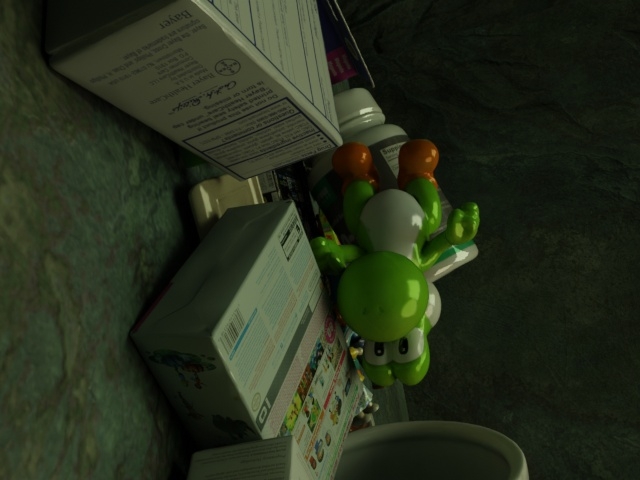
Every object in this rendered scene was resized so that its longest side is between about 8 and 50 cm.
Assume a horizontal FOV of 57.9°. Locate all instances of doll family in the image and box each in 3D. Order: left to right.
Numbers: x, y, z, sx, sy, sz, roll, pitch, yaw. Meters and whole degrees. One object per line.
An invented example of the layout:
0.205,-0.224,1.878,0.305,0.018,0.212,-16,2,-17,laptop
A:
0.052,0.185,0.941,0.263,0.118,0.163,-44,105,-37,doll family

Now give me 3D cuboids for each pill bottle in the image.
0.105,-0.077,1.043,0.360,0.204,0.204,60,8,10,pill bottle

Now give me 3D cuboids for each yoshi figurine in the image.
0.093,0.004,0.776,0.203,0.204,0.361,23,50,-28,yoshi figurine

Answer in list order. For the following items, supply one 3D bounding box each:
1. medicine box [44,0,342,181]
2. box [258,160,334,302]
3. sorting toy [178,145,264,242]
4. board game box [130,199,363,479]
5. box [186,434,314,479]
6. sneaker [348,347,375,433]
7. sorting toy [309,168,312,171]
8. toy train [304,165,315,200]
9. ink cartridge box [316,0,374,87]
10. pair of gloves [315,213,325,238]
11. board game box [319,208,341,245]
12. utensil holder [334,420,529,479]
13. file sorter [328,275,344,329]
-0.115,-0.243,0.606,0.289,0.149,0.263,31,46,-60,medicine box
-0.054,-0.008,1.010,0.295,0.074,0.293,-12,90,-81,box
-0.114,0.006,0.761,0.196,0.047,0.347,-45,122,-73,sorting toy
-0.055,0.142,0.642,0.224,0.098,0.303,-62,140,-51,board game box
-0.058,0.245,0.513,0.087,0.102,0.101,-91,166,-57,box
0.041,0.278,1.088,0.121,0.108,0.301,-52,127,-71,sneaker
-0.035,-0.289,1.237,0.257,0.090,0.255,61,6,-60,sorting toy
-0.016,-0.144,1.472,0.158,0.036,0.027,59,21,-61,toy train
-0.051,-0.437,1.003,0.324,0.072,0.330,55,6,-40,ink cartridge box
0.000,0.000,1.089,0.083,0.010,0.074,-90,167,-47,pair of gloves
0.028,-0.031,1.558,0.181,0.043,0.092,-86,161,-57,board game box
0.129,0.481,0.756,0.327,0.328,0.384,-10,91,-80,utensil holder
0.050,0.108,1.198,0.105,0.118,0.170,-9,86,-39,file sorter
